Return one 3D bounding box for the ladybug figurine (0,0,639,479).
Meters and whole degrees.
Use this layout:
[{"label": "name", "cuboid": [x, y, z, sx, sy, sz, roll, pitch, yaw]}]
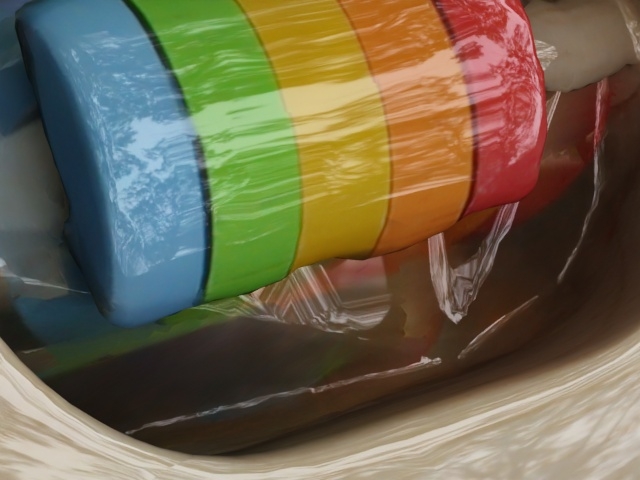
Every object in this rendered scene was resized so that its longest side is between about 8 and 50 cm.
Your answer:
[{"label": "ladybug figurine", "cuboid": [-0.032, -0.030, 0.562, 0.449, 0.162, 0.305, -12, 89, -28]}]
